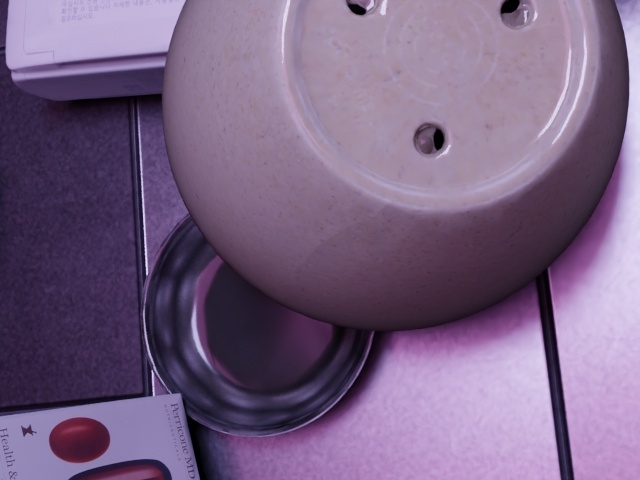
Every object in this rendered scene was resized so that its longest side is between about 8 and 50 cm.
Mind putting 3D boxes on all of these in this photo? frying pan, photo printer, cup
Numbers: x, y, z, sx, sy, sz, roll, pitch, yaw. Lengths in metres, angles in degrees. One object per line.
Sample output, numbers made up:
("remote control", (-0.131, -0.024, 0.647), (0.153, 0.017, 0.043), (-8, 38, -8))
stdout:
("frying pan", (-0.027, -0.006, 0.779), (0.197, 0.053, 0.326), (18, 86, 20))
("photo printer", (-0.132, -0.280, 0.823), (0.256, 0.107, 0.308), (-2, 81, 18))
("cup", (0.056, -0.097, 0.612), (0.331, 0.237, 0.331), (0, 90, -3))

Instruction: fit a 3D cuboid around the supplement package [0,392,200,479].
("supplement package", (-0.198, 0.227, 0.700), (0.149, 0.203, 0.194), (-24, 75, 33))
